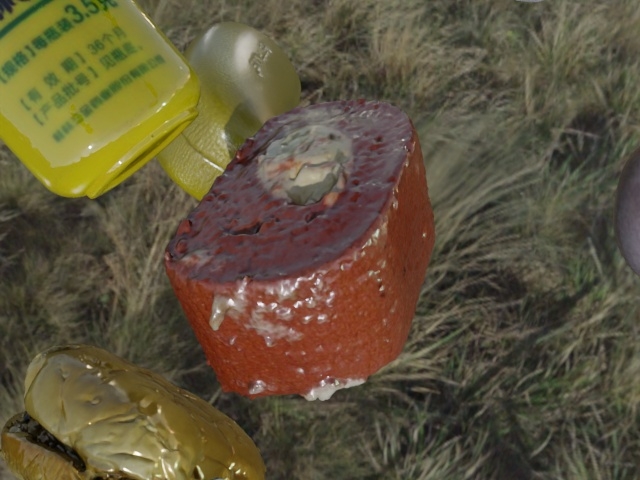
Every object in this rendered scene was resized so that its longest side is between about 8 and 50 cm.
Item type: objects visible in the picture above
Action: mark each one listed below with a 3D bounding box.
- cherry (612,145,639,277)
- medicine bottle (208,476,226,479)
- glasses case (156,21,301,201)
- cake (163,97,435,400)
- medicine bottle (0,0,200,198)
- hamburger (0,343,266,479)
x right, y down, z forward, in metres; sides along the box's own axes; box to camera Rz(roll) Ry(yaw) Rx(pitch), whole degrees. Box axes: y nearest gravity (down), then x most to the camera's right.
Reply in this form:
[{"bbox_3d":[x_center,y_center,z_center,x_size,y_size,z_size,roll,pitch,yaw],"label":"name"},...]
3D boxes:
[{"bbox_3d":[0.501,-0.036,0.882,0.206,0.239,0.239,11,45,-12],"label":"cherry"},{"bbox_3d":[-0.080,0.259,0.604,0.057,0.057,0.089,-32,57,-27],"label":"medicine bottle"},{"bbox_3d":[-0.118,-0.194,0.938,0.173,0.141,0.371,33,26,-15],"label":"glasses case"},{"bbox_3d":[0.000,0.000,0.584,0.176,0.151,0.283,5,40,25],"label":"cake"},{"bbox_3d":[-0.170,-0.140,0.329,0.095,0.064,0.260,-42,97,-16],"label":"medicine bottle"},{"bbox_3d":[-0.190,0.241,0.767,0.318,0.318,0.158,26,79,24],"label":"hamburger"}]
